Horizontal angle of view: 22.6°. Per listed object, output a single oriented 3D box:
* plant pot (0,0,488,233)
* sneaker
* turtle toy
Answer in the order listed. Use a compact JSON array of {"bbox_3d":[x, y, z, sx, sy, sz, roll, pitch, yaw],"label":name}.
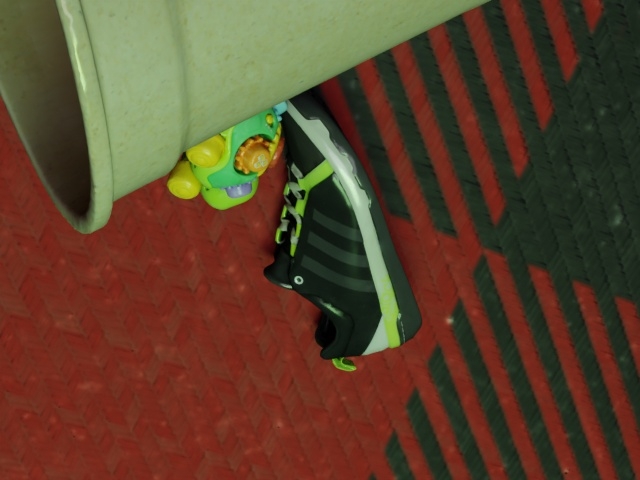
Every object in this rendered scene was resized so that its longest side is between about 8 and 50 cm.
[{"bbox_3d":[-0.056,-0.212,0.973,0.305,0.334,0.334,-21,116,-16],"label":"plant pot"},{"bbox_3d":[0.000,0.000,1.180,0.097,0.084,0.235,-23,116,-1],"label":"sneaker"},{"bbox_3d":[-0.063,-0.067,1.129,0.066,0.095,0.130,23,149,-9],"label":"turtle toy"}]
